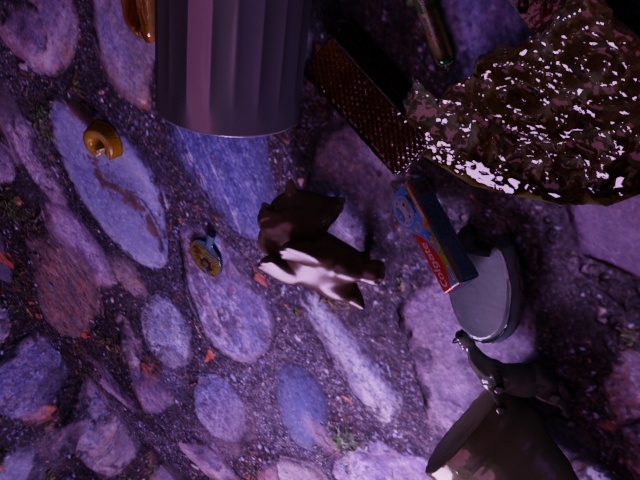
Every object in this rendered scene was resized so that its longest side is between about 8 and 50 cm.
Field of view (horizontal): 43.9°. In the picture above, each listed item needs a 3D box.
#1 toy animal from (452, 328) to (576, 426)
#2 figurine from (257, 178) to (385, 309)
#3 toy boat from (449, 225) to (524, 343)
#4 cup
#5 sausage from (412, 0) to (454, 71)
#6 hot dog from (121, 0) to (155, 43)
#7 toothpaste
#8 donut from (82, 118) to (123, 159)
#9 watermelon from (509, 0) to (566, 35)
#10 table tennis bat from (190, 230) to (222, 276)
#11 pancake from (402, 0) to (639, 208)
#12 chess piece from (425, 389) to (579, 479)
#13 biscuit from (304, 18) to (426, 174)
[{"bbox_3d":[0.332,0.230,1.372,0.217,0.176,0.073,14,118,-5],"label":"toy animal"},{"bbox_3d":[-0.002,-0.003,1.478,0.247,0.173,0.177,15,145,-7],"label":"figurine"},{"bbox_3d":[0.285,0.075,1.336,0.134,0.079,0.207,10,117,42],"label":"toy boat"},{"bbox_3d":[-0.136,-0.368,1.234,0.237,0.323,0.327,1,118,-9],"label":"cup"},{"bbox_3d":[0.139,-0.365,1.125,0.033,0.033,0.269,-1,120,45],"label":"sausage"},{"bbox_3d":[-0.328,-0.487,1.457,0.100,0.068,0.249,34,139,36],"label":"hot dog"},{"bbox_3d":[0.186,-0.005,1.322,0.193,0.044,0.070,65,146,16],"label":"toothpaste"},{"bbox_3d":[-0.520,-0.237,1.882,0.108,0.043,0.097,7,127,36],"label":"donut"},{"bbox_3d":[0.283,-0.336,0.980,0.154,0.094,0.241,-6,118,37],"label":"watermelon"},{"bbox_3d":[-0.267,0.029,1.875,0.100,0.019,0.155,41,144,12],"label":"table tennis bat"},{"bbox_3d":[0.311,-0.163,1.061,0.305,0.067,0.427,48,145,-17],"label":"pancake"},{"bbox_3d":[0.423,0.474,1.416,0.442,0.234,0.234,39,141,8],"label":"chess piece"},{"bbox_3d":[0.084,-0.230,1.264,0.252,0.070,0.106,49,141,1],"label":"biscuit"}]
